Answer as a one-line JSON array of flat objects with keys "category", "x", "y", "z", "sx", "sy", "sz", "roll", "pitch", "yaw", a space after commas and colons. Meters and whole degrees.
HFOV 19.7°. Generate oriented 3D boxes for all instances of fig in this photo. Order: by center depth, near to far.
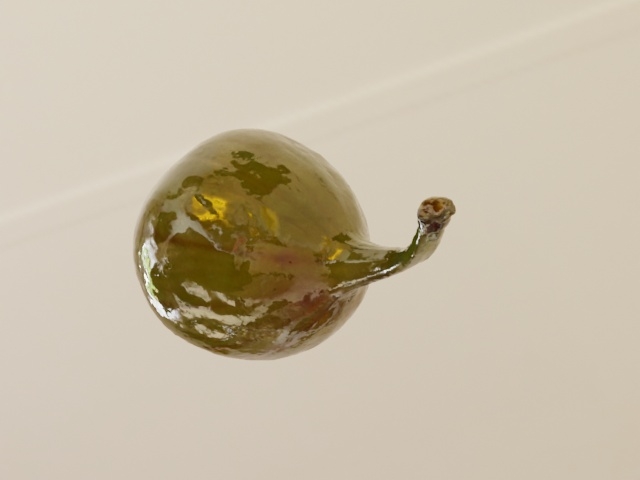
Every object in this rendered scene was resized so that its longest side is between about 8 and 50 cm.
[{"category": "fig", "x": 0.000, "y": 0.000, "z": 0.931, "sx": 0.124, "sy": 0.124, "sz": 0.236, "roll": 43, "pitch": -27, "yaw": -29}]
